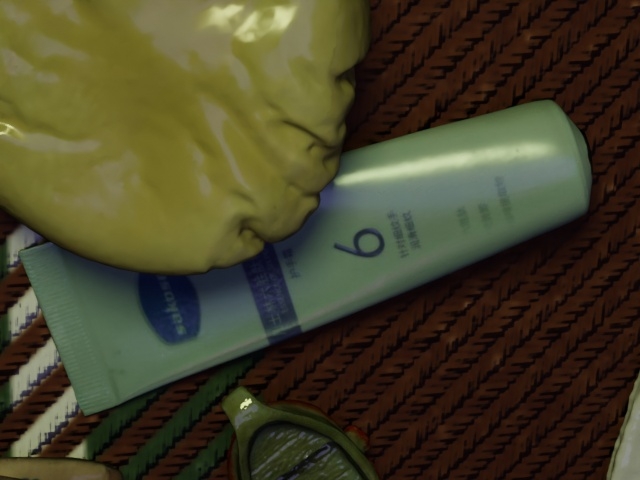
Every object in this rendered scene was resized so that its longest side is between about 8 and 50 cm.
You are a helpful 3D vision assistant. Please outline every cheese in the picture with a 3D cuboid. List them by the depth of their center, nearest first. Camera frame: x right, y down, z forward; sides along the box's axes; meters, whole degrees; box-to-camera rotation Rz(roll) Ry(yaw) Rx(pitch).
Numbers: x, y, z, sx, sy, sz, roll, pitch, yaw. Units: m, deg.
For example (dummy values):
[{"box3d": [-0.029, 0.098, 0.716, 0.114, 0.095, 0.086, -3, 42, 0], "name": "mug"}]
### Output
[{"box3d": [-0.090, -0.091, 0.988, 0.226, 0.117, 0.214, 13, 108, -10], "name": "cheese"}]

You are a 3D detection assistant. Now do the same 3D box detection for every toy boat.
[{"box3d": [-0.005, 0.145, 1.123, 0.089, 0.071, 0.185, -37, 115, 0], "name": "toy boat"}]

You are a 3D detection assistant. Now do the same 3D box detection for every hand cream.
[{"box3d": [0.000, 0.000, 1.091, 0.320, 0.067, 0.109, -19, 115, -1], "name": "hand cream"}]

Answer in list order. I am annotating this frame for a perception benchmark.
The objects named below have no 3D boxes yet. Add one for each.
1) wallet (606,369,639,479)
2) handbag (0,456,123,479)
[{"box3d": [0.273, 0.123, 1.220, 0.182, 0.032, 0.124, 10, 104, -19], "name": "wallet"}, {"box3d": [-0.174, 0.245, 1.056, 0.193, 0.190, 0.252, -11, 108, -24], "name": "handbag"}]
